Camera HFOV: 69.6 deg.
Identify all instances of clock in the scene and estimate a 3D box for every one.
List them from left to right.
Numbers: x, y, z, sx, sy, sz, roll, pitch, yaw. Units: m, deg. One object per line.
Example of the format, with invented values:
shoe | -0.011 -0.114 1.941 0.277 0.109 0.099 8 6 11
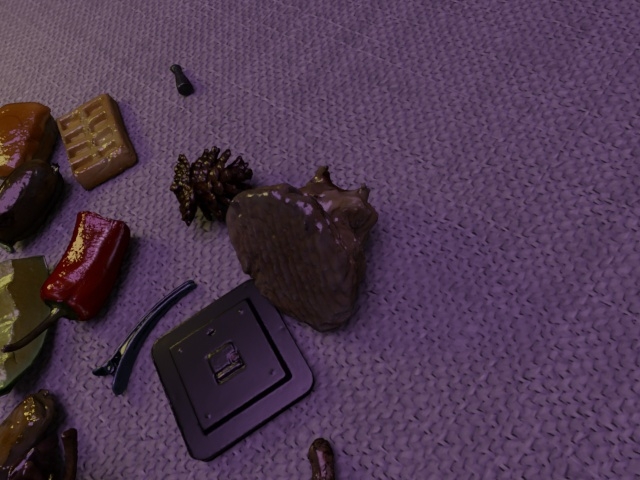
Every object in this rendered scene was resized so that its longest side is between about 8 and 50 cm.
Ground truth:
clock | -0.183 0.244 0.912 0.279 0.049 0.273 -34 61 -3

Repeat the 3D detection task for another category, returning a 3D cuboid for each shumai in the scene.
shumai | 0.000 0.000 0.926 0.267 0.262 0.314 -22 99 43

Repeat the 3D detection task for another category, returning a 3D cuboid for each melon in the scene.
melon | -0.704 0.196 1.031 0.196 0.124 0.323 -21 68 6

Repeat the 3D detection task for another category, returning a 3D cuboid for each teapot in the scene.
teapot | -0.395 -0.457 1.298 0.043 0.043 0.110 -29 60 0

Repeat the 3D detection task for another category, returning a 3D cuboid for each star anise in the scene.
star anise | -0.522 0.482 0.801 0.292 0.109 0.349 -8 55 55

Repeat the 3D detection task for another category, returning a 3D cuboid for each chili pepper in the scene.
chili pepper | -0.538 0.107 1.022 0.135 0.131 0.338 16 65 -6

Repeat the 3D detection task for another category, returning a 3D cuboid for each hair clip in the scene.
hair clip | -0.372 0.189 0.989 0.083 0.048 0.275 26 74 28

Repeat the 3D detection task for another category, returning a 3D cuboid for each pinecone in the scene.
pinecone | -0.247 -0.125 1.042 0.195 0.150 0.179 -25 62 2

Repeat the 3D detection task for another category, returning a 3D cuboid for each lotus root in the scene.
lotus root | -0.759 -0.104 1.180 0.123 0.124 0.241 27 72 3

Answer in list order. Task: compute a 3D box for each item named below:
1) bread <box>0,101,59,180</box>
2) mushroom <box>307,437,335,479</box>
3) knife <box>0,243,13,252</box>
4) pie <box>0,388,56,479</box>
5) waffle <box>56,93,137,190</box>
bread | -0.841 -0.270 1.284 0.174 0.121 0.245 3 64 17
mushroom | 0.002 0.436 0.745 0.227 0.148 0.217 11 53 14
knife | -0.880 -0.015 1.236 0.207 0.014 0.030 31 76 26
pie | -0.646 0.437 0.926 0.129 0.068 0.282 31 84 42
waffle | -0.616 -0.280 1.263 0.168 0.057 0.274 -30 62 -1
